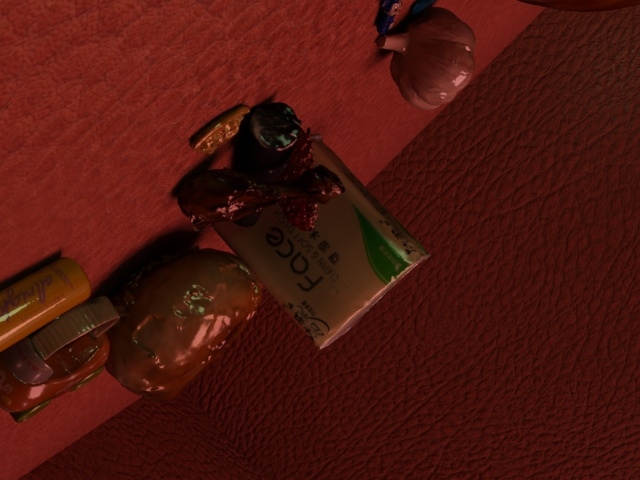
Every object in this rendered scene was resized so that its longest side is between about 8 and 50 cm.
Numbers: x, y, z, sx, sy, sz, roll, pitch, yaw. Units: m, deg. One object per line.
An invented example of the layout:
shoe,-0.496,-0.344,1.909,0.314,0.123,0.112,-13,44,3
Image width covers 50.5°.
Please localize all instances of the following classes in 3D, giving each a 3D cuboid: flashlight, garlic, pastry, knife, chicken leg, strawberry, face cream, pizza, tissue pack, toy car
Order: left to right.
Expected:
face cream,-0.464,0.117,0.974,0.273,0.078,0.078,-37,172,-43
toy car,-0.435,0.170,1.122,0.235,0.145,0.235,-37,176,-3
pastry,-0.317,0.169,1.487,0.409,0.245,0.409,-45,174,-7
pizza,-0.166,-0.171,1.121,0.123,0.026,0.108,-40,176,-25
flashlight,-0.124,-0.130,1.348,0.103,0.103,0.424,-40,174,-23
chicken leg,-0.107,-0.084,1.212,0.305,0.093,0.113,-5,142,9
strawberry,-0.061,-0.130,1.432,0.087,0.208,0.167,4,138,-29
tissue pack,0.000,0.000,1.622,0.332,0.405,0.205,-44,171,14
flashlight,0.126,-0.414,1.240,0.057,0.035,0.121,-42,174,-14
garlic,0.206,-0.400,1.433,0.212,0.218,0.218,12,139,-30
knife,0.293,-0.553,1.414,0.297,0.026,0.044,-38,170,-19

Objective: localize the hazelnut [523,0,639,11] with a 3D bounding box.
hazelnut,0.322,-0.458,0.836,0.421,0.352,0.421,-16,-160,6
